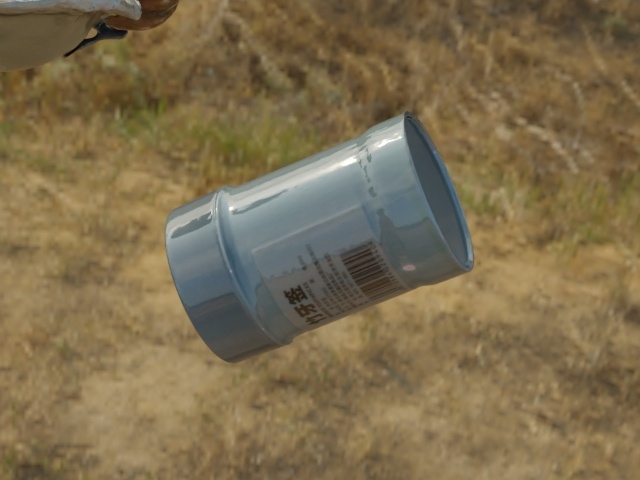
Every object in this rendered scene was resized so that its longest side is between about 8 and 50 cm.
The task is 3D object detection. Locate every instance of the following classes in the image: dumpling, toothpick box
[{"bbox_3d":[-0.339,-0.273,1.640,0.293,0.204,0.163,2,71,1],"label":"dumpling"},{"bbox_3d":[0.000,0.000,0.892,0.153,0.101,0.101,-21,38,16],"label":"toothpick box"}]

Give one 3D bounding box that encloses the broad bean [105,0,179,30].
[{"bbox_3d":[-0.260,-0.346,1.818,0.228,0.122,0.156,50,48,6],"label":"broad bean"}]
